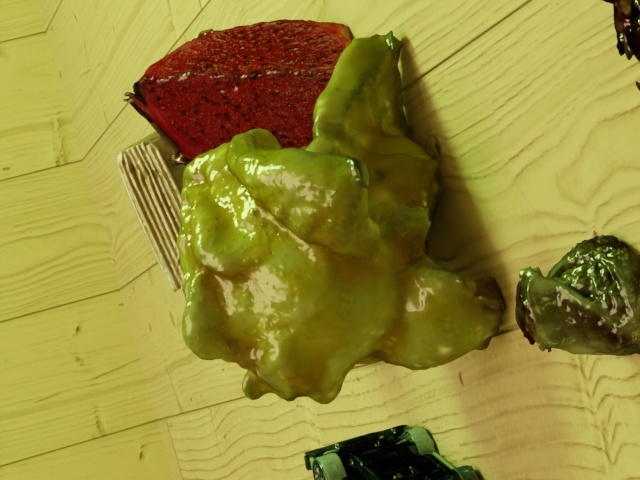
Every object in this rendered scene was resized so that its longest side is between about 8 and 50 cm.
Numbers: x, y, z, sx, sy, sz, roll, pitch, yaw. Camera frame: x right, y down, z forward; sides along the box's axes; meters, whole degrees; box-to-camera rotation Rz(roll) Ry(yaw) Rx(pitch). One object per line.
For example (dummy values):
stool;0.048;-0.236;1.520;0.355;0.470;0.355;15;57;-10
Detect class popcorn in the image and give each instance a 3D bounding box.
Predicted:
popcorn;-0.008;-0.008;1.796;0.325;0.290;0.321;59;-169;-82

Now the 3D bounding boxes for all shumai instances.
shumai;0.202;0.051;1.497;0.124;0.087;0.099;165;91;-72

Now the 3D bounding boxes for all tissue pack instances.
tissue pack;-0.131;-0.061;2.192;0.170;0.071;0.325;68;-162;-8

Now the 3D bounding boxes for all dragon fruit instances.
dragon fruit;-0.055;-0.137;2.006;0.126;0.274;0.161;-59;-39;-51

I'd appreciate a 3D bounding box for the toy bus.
toy bus;0.094;0.308;1.988;0.276;0.134;0.164;-144;43;-66

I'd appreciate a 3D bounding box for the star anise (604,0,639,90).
star anise;0.211;-0.195;1.312;0.157;0.053;0.212;-124;23;-45
